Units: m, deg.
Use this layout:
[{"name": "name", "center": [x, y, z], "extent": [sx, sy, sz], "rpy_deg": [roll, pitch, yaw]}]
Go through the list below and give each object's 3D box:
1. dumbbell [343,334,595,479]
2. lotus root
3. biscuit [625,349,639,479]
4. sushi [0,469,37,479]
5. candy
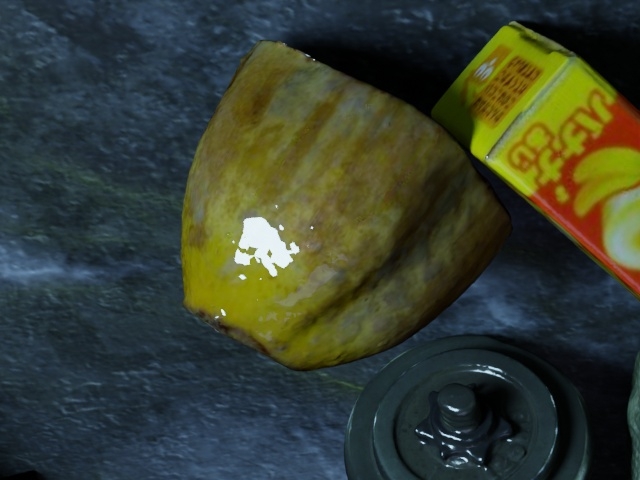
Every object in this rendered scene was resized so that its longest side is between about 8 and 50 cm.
[{"name": "dumbbell", "center": [0.124, 0.196, 1.541], "extent": [0.192, 0.192, 0.290], "rpy_deg": [-7, 143, 7]}, {"name": "lotus root", "center": [-0.001, 0.000, 1.250], "extent": [0.188, 0.180, 0.199], "rpy_deg": [25, 166, 37]}, {"name": "biscuit", "center": [0.260, 0.121, 1.485], "extent": [0.052, 0.150, 0.252], "rpy_deg": [3, 143, 5]}, {"name": "sushi", "center": [-0.356, 0.286, 1.617], "extent": [0.227, 0.215, 0.212], "rpy_deg": [-3, 141, 3]}, {"name": "candy", "center": [0.207, -0.014, 1.249], "extent": [0.276, 0.146, 0.088], "rpy_deg": [39, 93, -20]}]
